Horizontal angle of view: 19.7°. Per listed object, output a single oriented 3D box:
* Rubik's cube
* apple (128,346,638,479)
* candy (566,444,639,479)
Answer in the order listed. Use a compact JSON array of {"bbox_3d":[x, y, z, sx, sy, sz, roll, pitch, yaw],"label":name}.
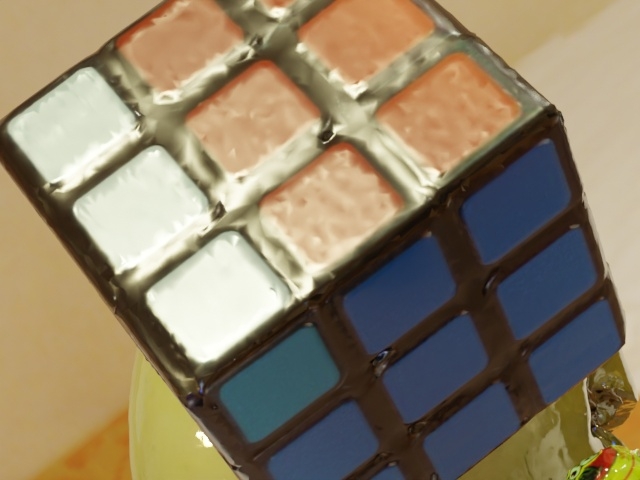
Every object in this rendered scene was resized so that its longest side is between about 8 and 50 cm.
[{"bbox_3d":[0.000,0.000,0.702,0.160,0.162,0.163,-37,55,-7],"label":"Rubik's cube"},{"bbox_3d":[0.037,0.109,0.985,0.254,0.292,0.292,-15,30,19],"label":"apple"},{"bbox_3d":[0.135,0.113,0.619,0.035,0.123,0.035,-60,-7,28],"label":"candy"}]
